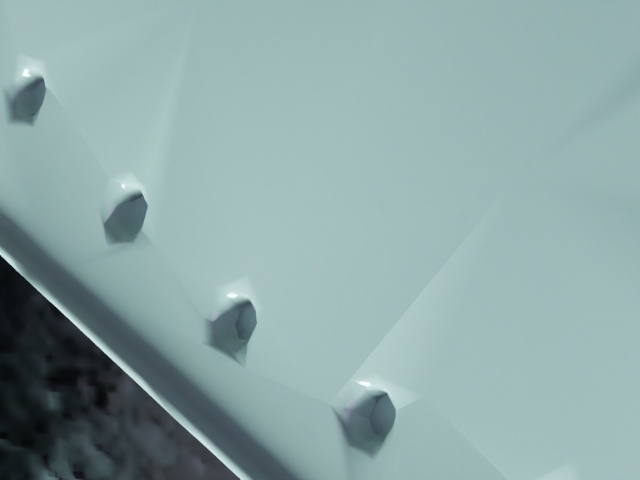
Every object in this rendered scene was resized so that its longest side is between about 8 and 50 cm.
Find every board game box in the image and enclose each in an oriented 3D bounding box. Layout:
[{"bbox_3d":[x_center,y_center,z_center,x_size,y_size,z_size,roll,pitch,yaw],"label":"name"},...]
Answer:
[{"bbox_3d":[0.071,-0.134,0.343,0.390,0.050,0.390,37,108,38],"label":"board game box"}]
